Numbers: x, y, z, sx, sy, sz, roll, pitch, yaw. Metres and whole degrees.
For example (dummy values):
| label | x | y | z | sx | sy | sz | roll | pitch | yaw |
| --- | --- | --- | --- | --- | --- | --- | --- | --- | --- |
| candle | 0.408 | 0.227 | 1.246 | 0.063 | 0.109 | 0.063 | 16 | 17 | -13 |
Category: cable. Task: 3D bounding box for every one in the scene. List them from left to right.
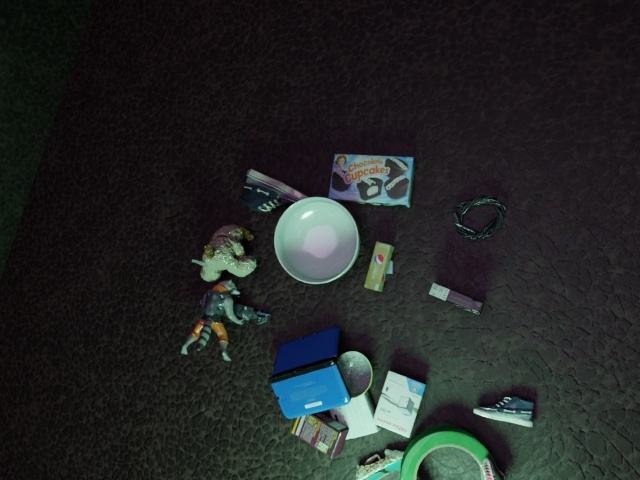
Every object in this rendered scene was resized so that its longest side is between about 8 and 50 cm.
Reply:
| label | x | y | z | sx | sy | sz | roll | pitch | yaw |
| --- | --- | --- | --- | --- | --- | --- | --- | --- | --- |
| cable | 0.574 | -0.082 | 1.700 | 0.184 | 0.047 | 0.151 | -15 | 78 | 18 |

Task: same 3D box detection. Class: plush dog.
| label | x | y | z | sx | sy | sz | roll | pitch | yaw |
| --- | --- | --- | --- | --- | --- | --- | --- | --- | --- |
| plush dog | -0.406 | 0.026 | 1.996 | 0.262 | 0.211 | 0.225 | -12 | 43 | 20 |

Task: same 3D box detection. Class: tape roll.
| label | x | y | z | sx | sy | sz | roll | pitch | yaw |
| --- | --- | --- | --- | --- | --- | --- | --- | --- | --- |
| tape roll | 0.429 | 0.795 | 1.583 | 0.321 | 0.077 | 0.321 | -1 | 83 | 7 |

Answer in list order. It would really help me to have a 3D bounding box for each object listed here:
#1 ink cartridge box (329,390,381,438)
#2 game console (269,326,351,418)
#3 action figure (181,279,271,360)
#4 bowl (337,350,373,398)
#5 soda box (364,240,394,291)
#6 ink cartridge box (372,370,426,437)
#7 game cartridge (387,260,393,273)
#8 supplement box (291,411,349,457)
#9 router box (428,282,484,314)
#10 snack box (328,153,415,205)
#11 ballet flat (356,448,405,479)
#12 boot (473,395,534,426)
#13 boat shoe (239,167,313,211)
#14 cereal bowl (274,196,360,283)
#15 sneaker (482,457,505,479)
| label | x | y | z | sx | sy | sz | roll | pitch | yaw |
| --- | --- | --- | --- | --- | --- | --- | --- | --- | --- |
| ink cartridge box | 0.128 | 0.664 | 1.786 | 0.179 | 0.045 | 0.145 | -30 | 73 | 34 |
| game console | -0.028 | 0.503 | 1.806 | 0.293 | 0.173 | 0.250 | -23 | 89 | 25 |
| action figure | -0.392 | 0.314 | 1.938 | 0.341 | 0.178 | 0.330 | 1 | 63 | 17 |
| bowl | 0.133 | 0.504 | 1.764 | 0.170 | 0.080 | 0.170 | -14 | 62 | 29 |
| soda box | 0.222 | 0.098 | 1.787 | 0.058 | 0.061 | 0.181 | 16 | 89 | 23 |
| ink cartridge box | 0.280 | 0.578 | 1.684 | 0.139 | 0.082 | 0.191 | 17 | 77 | 15 |
| game cartridge | 0.239 | 0.099 | 1.823 | 0.083 | 0.017 | 0.056 | 0 | 79 | 21 |
| supplement box | 0.000 | 0.717 | 1.785 | 0.188 | 0.081 | 0.104 | 21 | 91 | 30 |
| router box | 0.477 | 0.203 | 1.652 | 0.179 | 0.133 | 0.046 | 22 | 91 | 23 |
| snack box | 0.200 | -0.238 | 1.859 | 0.322 | 0.060 | 0.187 | 6 | 85 | 22 |
| ballet flat | 0.227 | 0.799 | 1.701 | 0.241 | 0.091 | 0.077 | -30 | 41 | 10 |
| boot | 0.617 | 0.561 | 1.592 | 0.190 | 0.069 | 0.086 | 8 | 78 | 14 |
| boat shoe | -0.188 | -0.173 | 1.979 | 0.340 | 0.127 | 0.158 | 27 | 100 | 30 |
| cereal bowl | 0.000 | 0.000 | 1.852 | 0.339 | 0.141 | 0.339 | -1 | 88 | 19 |
| sneaker | 0.563 | 0.751 | 1.517 | 0.057 | 0.047 | 0.119 | -16 | 81 | -17 |
